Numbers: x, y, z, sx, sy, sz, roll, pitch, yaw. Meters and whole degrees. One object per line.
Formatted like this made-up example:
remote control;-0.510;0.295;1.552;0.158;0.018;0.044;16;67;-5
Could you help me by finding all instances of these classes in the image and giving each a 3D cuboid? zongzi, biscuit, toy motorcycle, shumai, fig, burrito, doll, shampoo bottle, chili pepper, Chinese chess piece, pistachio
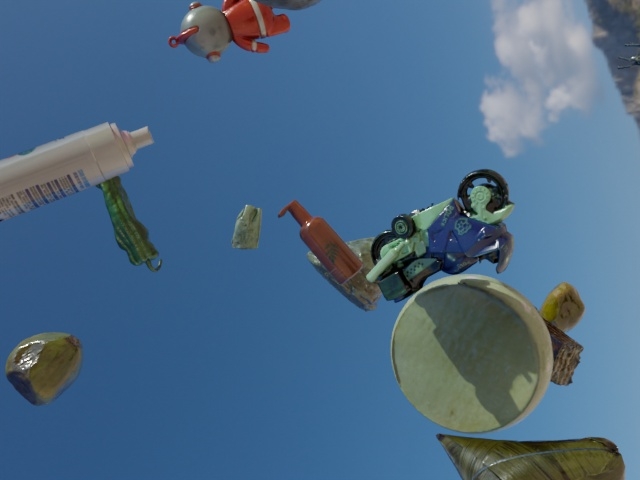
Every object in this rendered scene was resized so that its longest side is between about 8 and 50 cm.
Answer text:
zongzi;0.394;0.422;1.233;0.286;0.300;0.138;-28;-60;-6
biscuit;0.539;0.255;1.551;0.070;0.252;0.106;12;-76;-18
toy motorcycle;0.247;0.010;1.244;0.196;0.331;0.125;60;-151;8
shumai;0.138;0.064;2.116;0.263;0.309;0.304;-46;-72;-5
fig;-0.596;0.269;1.382;0.166;0.154;0.144;-37;-69;-2
burrito;-0.185;-0.034;1.584;0.044;0.074;0.118;-47;-31;-69
doll;-0.256;-0.589;1.741;0.337;0.105;0.199;-22;-87;-12
shampoo bottle;-0.414;-0.116;1.006;0.303;0.092;0.092;-25;-70;-13
shampoo bottle;0.002;-0.001;1.589;0.244;0.085;0.085;47;-139;1
chili pepper;-0.428;-0.044;1.394;0.074;0.100;0.256;-23;-91;-14
Chinese chess piece;0.330;0.247;1.391;0.146;0.349;0.349;-6;-89;-62
pistachio;0.633;0.195;1.672;0.110;0.100;0.189;-34;-30;-29

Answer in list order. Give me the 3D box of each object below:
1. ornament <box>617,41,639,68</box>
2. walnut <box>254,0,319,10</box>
ornament;0.684;-0.390;1.301;0.028;0.125;0.073;36;-102;-36
walnut;-0.061;-0.581;1.238;0.248;0.248;0.248;10;-102;-54
